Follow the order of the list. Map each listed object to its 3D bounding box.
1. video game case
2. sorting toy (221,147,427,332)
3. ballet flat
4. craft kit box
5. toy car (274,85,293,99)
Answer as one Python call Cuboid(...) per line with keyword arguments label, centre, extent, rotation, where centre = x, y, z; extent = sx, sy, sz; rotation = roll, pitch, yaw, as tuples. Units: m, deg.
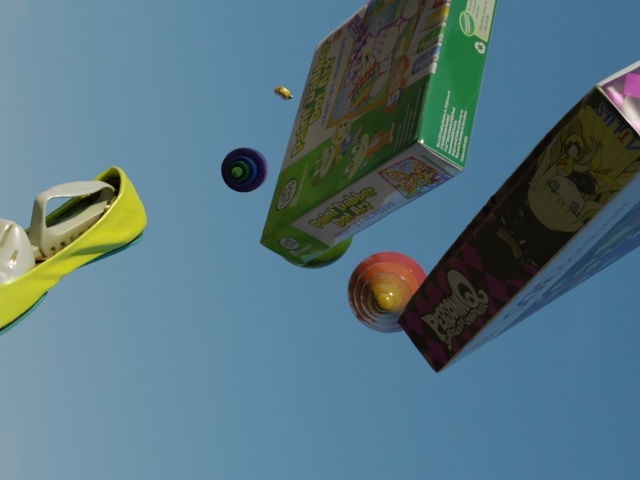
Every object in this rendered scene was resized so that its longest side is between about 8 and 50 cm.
Cuboid(label="video game case", centre=(0.165, -0.042, 0.633), extent=(0.042, 0.232, 0.210), rotation=(54, -32, 13))
Cuboid(label="sorting toy", centre=(0.000, 0.000, 1.920), extent=(0.127, 0.365, 0.126), rotation=(-49, 180, 8))
Cuboid(label="ballet flat", centre=(-0.238, 0.005, 1.125), extent=(0.077, 0.231, 0.077), rotation=(20, -51, 35))
Cuboid(label="craft kit box", centre=(0.056, -0.128, 1.226), extent=(0.247, 0.061, 0.249), rotation=(-35, -146, 51))
Cuboid(label="toy car", centre=(-0.036, -0.142, 1.783), extent=(0.122, 0.060, 0.040), rotation=(52, -7, -8))
